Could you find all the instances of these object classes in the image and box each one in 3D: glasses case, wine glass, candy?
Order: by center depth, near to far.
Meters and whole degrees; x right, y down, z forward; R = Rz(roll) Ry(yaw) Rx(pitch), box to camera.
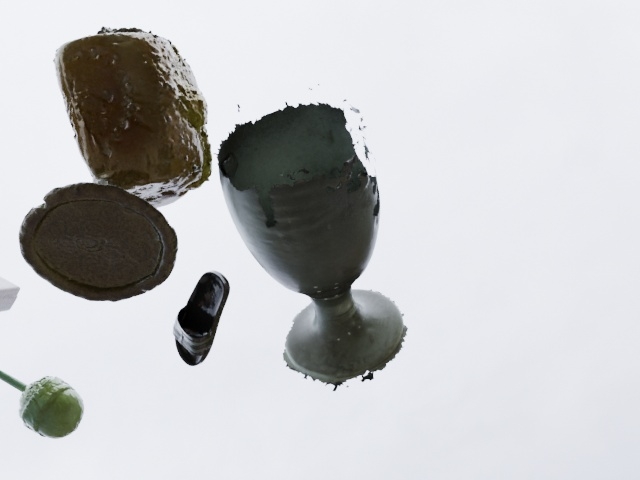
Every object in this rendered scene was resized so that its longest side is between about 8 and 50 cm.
[{"bbox_3d":[-0.004,0.003,1.202,0.190,0.190,0.357,-18,-53,-6],"label":"wine glass"},{"bbox_3d":[-0.524,0.079,1.424,0.075,0.218,0.049,27,-89,3],"label":"glasses case"},{"bbox_3d":[-0.506,0.201,1.478,0.092,0.335,0.093,-65,-18,3],"label":"candy"}]

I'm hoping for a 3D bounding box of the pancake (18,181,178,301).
[{"bbox_3d":[-0.277,0.005,1.200,0.199,0.021,0.199,-1,-50,-1],"label":"pancake"}]

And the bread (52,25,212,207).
[{"bbox_3d":[-0.241,-0.176,1.297,0.176,0.246,0.195,-17,-7,-1],"label":"bread"}]

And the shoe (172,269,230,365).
[{"bbox_3d":[-0.200,0.127,1.524,0.049,0.071,0.179,-25,-35,-55],"label":"shoe"}]
